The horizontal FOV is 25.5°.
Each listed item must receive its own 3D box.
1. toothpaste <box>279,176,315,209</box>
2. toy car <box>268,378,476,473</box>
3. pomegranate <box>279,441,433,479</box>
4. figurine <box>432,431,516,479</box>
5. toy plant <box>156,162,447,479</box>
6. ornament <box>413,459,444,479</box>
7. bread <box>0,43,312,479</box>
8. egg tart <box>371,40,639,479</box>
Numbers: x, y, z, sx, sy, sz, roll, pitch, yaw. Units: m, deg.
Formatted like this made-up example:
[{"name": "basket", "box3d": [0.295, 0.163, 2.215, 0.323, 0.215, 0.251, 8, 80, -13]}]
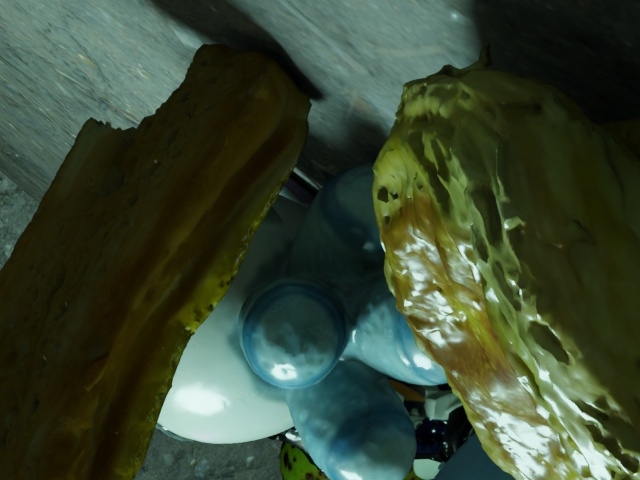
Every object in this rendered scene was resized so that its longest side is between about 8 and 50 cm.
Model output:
[{"name": "toothpaste", "box3d": [0.000, 0.000, 1.333, 0.299, 0.073, 0.114, 43, 168, 3]}, {"name": "toy car", "box3d": [0.070, 0.179, 1.505, 0.301, 0.118, 0.193, 4, 179, -27]}, {"name": "pomegranate", "box3d": [0.042, 0.272, 1.897, 0.231, 0.231, 0.286, 41, 167, -23]}, {"name": "figurine", "box3d": [0.304, 0.313, 1.328, 0.388, 0.248, 0.277, 48, 170, -8]}, {"name": "toy plant", "box3d": [0.011, 0.064, 1.108, 0.332, 0.247, 0.247, 2, 146, 51]}, {"name": "ornament", "box3d": [0.189, 0.268, 1.739, 0.285, 0.130, 0.120, 48, 150, -14]}, {"name": "bread", "box3d": [-0.150, 0.024, 1.037, 0.185, 0.380, 0.109, 17, 165, 45]}, {"name": "egg tart", "box3d": [0.154, 0.060, 0.741, 0.351, 0.153, 0.339, 57, 172, 2]}]
